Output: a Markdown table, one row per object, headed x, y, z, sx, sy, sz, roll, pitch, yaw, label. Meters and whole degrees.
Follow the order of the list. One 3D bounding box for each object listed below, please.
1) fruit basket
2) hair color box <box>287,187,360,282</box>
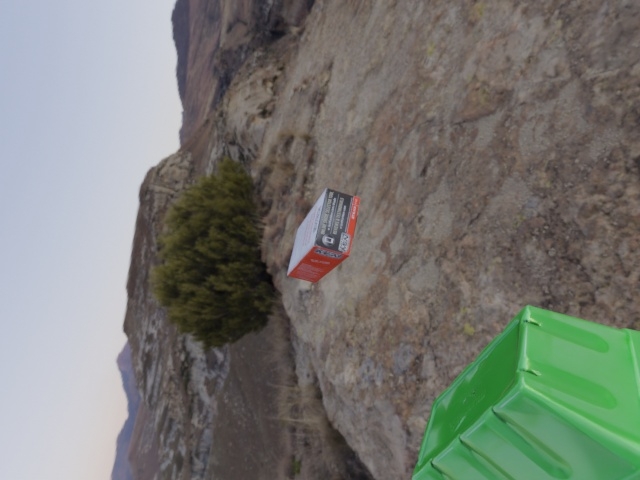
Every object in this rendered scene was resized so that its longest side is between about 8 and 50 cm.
| x | y | z | sx | sy | sz | roll | pitch | yaw | label |
| --- | --- | --- | --- | --- | --- | --- | --- | --- | --- |
| 0.375 | 0.308 | 0.650 | 0.283 | 0.392 | 0.391 | -50 | -11 | -51 | fruit basket |
| 0.000 | 0.000 | 0.538 | 0.141 | 0.043 | 0.071 | 132 | 153 | -68 | hair color box |
